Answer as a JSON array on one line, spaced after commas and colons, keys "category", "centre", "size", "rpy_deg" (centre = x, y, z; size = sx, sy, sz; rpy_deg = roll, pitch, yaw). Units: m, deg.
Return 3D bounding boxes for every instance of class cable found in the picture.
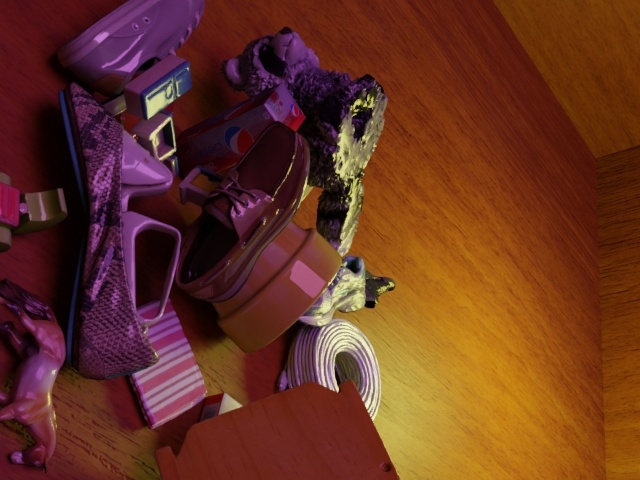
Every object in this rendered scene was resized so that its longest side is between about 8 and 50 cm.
[{"category": "cable", "centre": [0.031, 0.283, 1.801], "size": [0.257, 0.089, 0.257], "rpy_deg": [43, 43, -35]}]

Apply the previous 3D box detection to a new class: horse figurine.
[{"category": "horse figurine", "centre": [-0.429, 0.181, 1.222], "size": [0.174, 0.066, 0.263], "rpy_deg": [27, 56, -39]}]

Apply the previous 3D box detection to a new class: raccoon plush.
[{"category": "raccoon plush", "centre": [-0.063, -0.197, 1.718], "size": [0.216, 0.299, 0.446], "rpy_deg": [-24, 132, -58]}]

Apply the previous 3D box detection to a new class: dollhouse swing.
[{"category": "dollhouse swing", "centre": [-0.055, 0.469, 1.447], "size": [0.305, 0.347, 0.315], "rpy_deg": [91, -23, -56]}]

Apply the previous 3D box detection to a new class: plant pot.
[{"category": "plant pot", "centre": [-0.131, 0.036, 1.575], "size": [0.239, 0.254, 0.254], "rpy_deg": [46, 39, -9]}]

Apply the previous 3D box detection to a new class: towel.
[{"category": "towel", "centre": [-0.277, 0.205, 1.461], "size": [0.144, 0.029, 0.197], "rpy_deg": [-23, 92, -56]}]

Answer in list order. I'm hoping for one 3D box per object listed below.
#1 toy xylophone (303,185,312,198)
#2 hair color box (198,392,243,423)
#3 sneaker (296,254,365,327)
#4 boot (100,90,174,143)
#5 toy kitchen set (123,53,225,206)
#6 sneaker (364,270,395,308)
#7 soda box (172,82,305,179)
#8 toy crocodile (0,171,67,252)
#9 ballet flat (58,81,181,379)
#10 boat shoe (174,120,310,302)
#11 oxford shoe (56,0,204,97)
[{"category": "toy xylophone", "centre": [-0.057, -0.214, 1.854], "size": [0.322, 0.081, 0.236], "rpy_deg": [-44, 113, -39]}, {"category": "hair color box", "centre": [-0.148, 0.357, 1.548], "size": [0.167, 0.053, 0.093], "rpy_deg": [44, 42, -33]}, {"category": "sneaker", "centre": [0.002, 0.095, 1.793], "size": [0.283, 0.110, 0.122], "rpy_deg": [-19, 121, -58]}, {"category": "boot", "centre": [-0.297, -0.210, 1.579], "size": [0.244, 0.088, 0.176], "rpy_deg": [-49, 120, -48]}, {"category": "toy kitchen set", "centre": [-0.214, -0.173, 1.432], "size": [0.122, 0.166, 0.207], "rpy_deg": [-48, 153, -38]}, {"category": "sneaker", "centre": [0.119, 0.125, 2.038], "size": [0.170, 0.051, 0.089], "rpy_deg": [21, 59, -44]}, {"category": "soda box", "centre": [-0.162, -0.194, 1.594], "size": [0.083, 0.263, 0.092], "rpy_deg": [55, 39, -21]}, {"category": "toy crocodile", "centre": [-0.510, -0.062, 1.182], "size": [0.340, 0.105, 0.115], "rpy_deg": [18, 61, -50]}, {"category": "ballet flat", "centre": [-0.316, -0.023, 1.369], "size": [0.164, 0.182, 0.483], "rpy_deg": [116, -31, -72]}, {"category": "boat shoe", "centre": [-0.129, -0.042, 1.387], "size": [0.324, 0.122, 0.120], "rpy_deg": [-62, 154, 7]}, {"category": "oxford shoe", "centre": [-0.301, -0.399, 1.585], "size": [0.130, 0.169, 0.449], "rpy_deg": [55, 45, -19]}]
